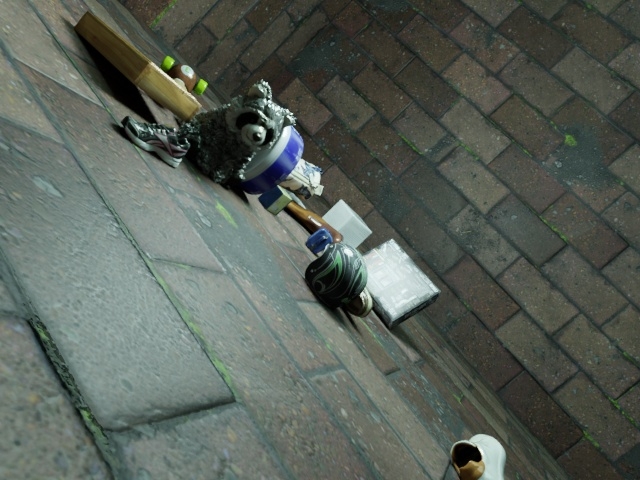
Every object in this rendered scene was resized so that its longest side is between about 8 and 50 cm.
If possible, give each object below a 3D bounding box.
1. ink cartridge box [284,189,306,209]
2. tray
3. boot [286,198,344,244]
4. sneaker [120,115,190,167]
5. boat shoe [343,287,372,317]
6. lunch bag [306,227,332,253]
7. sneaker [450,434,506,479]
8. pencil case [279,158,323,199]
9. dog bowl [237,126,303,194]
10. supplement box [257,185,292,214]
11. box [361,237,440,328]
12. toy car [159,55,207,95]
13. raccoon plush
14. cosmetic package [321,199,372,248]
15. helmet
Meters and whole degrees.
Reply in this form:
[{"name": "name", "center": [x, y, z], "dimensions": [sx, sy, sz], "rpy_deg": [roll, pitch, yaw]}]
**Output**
[{"name": "ink cartridge box", "center": [-0.095, -0.148, 2.350], "dimensions": [0.145, 0.045, 0.179], "rpy_deg": [55, -2, 46]}, {"name": "tray", "center": [-0.520, -0.496, 1.447], "dimensions": [0.411, 0.076, 0.203], "rpy_deg": [41, 3, 33]}, {"name": "boot", "center": [-0.044, -0.091, 2.083], "dimensions": [0.280, 0.096, 0.264], "rpy_deg": [41, 10, -31]}, {"name": "sneaker", "center": [-0.373, -0.243, 1.171], "dimensions": [0.072, 0.077, 0.178], "rpy_deg": [50, 9, 30]}, {"name": "boat shoe", "center": [0.063, 0.144, 1.576], "dimensions": [0.095, 0.095, 0.257], "rpy_deg": [24, 14, -35]}, {"name": "lunch bag", "center": [0.000, 0.000, 1.857], "dimensions": [0.067, 0.098, 0.065], "rpy_deg": [51, 10, -7]}, {"name": "sneaker", "center": [0.388, 0.528, 1.271], "dimensions": [0.123, 0.106, 0.290], "rpy_deg": [51, 10, 8]}, {"name": "pencil case", "center": [-0.166, -0.294, 2.013], "dimensions": [0.183, 0.160, 0.410], "rpy_deg": [13, -7, 41]}, {"name": "dog bowl", "center": [-0.188, -0.281, 1.650], "dimensions": [0.104, 0.265, 0.265], "rpy_deg": [43, 8, -40]}, {"name": "supplement box", "center": [-0.158, -0.144, 1.789], "dimensions": [0.056, 0.083, 0.083], "rpy_deg": [52, 8, 25]}, {"name": "box", "center": [0.281, 0.164, 2.020], "dimensions": [0.307, 0.242, 0.076], "rpy_deg": [50, -24, 27]}, {"name": "toy car", "center": [-0.462, -0.495, 1.643], "dimensions": [0.155, 0.149, 0.188], "rpy_deg": [32, 8, -21]}, {"name": "raccoon plush", "center": [-0.280, -0.377, 1.512], "dimensions": [0.446, 0.299, 0.216], "rpy_deg": [52, 10, 35]}, {"name": "cosmetic package", "center": [0.097, -0.048, 2.289], "dimensions": [0.151, 0.184, 0.151], "rpy_deg": [41, 11, -38]}, {"name": "helmet", "center": [0.055, 0.094, 1.457], "dimensions": [0.169, 0.161, 0.169], "rpy_deg": [46, 8, -8]}]
